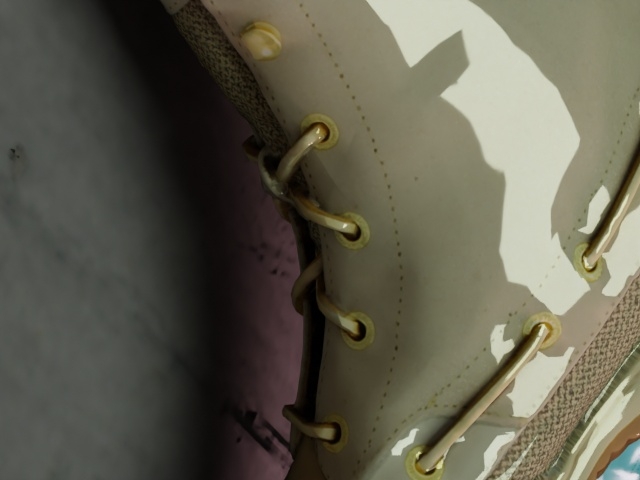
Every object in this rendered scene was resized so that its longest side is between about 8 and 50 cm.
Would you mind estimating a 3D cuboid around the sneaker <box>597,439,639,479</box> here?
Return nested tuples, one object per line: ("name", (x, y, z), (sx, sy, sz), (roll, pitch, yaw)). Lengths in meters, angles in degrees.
("sneaker", (0.104, 0.044, 0.662), (0.107, 0.110, 0.275), (-34, 117, -48))

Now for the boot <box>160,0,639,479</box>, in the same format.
("boot", (0.000, 0.000, 0.531), (0.262, 0.095, 0.203), (-43, 107, -9))
